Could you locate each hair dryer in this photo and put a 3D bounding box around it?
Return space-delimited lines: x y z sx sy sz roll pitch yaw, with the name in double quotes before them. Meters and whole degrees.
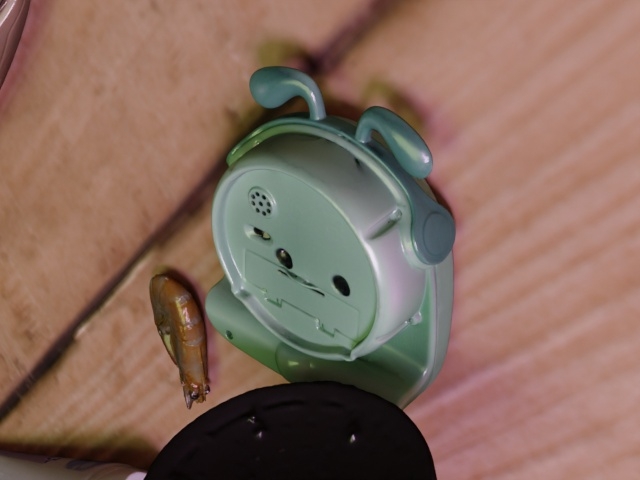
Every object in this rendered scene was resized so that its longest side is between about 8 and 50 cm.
"hair dryer" 0.090 0.217 0.644 0.284 0.155 0.320 -17 125 10

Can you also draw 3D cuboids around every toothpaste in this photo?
"toothpaste" -0.239 0.240 1.039 0.371 0.080 0.125 -15 106 54

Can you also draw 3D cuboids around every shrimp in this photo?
"shrimp" -0.101 0.069 0.819 0.059 0.023 0.108 30 136 40

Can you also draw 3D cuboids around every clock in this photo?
"clock" 0.001 -0.001 0.635 0.148 0.060 0.188 26 133 30

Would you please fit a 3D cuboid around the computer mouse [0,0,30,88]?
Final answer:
"computer mouse" -0.278 -0.153 0.793 0.145 0.082 0.236 53 142 3
